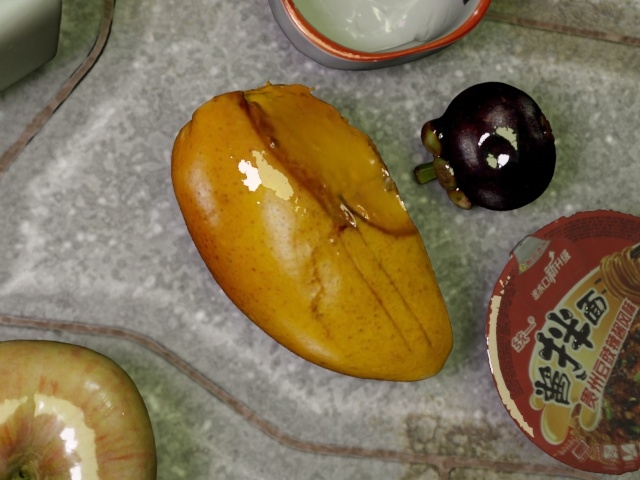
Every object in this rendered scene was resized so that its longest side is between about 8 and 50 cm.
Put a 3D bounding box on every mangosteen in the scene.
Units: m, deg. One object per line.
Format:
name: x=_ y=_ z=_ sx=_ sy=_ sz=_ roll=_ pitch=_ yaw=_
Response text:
mangosteen: x=0.168 y=-0.093 z=1.330 sx=0.151 sy=0.137 sz=0.137 roll=-18 pitch=84 yaw=18

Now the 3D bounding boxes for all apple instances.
apple: x=-0.266 y=0.211 z=1.124 sx=0.261 sy=0.194 sz=0.261 roll=2 pitch=81 yaw=-11

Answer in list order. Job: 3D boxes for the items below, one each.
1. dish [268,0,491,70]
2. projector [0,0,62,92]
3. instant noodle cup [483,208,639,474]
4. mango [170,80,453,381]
dish: x=0.046 y=-0.287 z=1.325 sx=0.256 sy=0.117 sz=0.256 roll=3 pitch=79 yaw=-14
projector: x=-0.403 y=-0.220 z=1.133 sx=0.249 sy=0.248 sz=0.248 roll=-37 pitch=91 yaw=-17
instant noodle cup: x=0.283 y=0.106 z=1.332 sx=0.274 sy=0.091 sz=0.274 roll=2 pitch=80 yaw=-14
mango: x=0.000 y=0.000 z=1.244 sx=0.199 sy=0.201 sz=0.350 roll=-33 pitch=100 yaw=19
